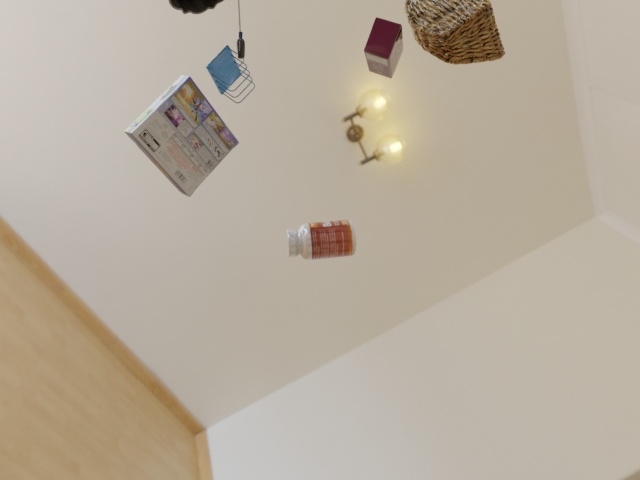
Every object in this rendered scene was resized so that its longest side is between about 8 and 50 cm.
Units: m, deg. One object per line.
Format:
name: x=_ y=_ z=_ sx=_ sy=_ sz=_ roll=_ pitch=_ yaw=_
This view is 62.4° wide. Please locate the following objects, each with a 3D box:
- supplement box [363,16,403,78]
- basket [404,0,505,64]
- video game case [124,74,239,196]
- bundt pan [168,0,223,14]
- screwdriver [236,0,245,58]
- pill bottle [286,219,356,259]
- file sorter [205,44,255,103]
supplement box: x=0.190 y=-0.569 z=1.573 sx=0.080 sy=0.104 sz=0.188 roll=21 pitch=3 yaw=10
basket: x=0.419 y=-0.679 z=1.711 sx=0.223 sy=0.213 sz=0.299 roll=45 pitch=15 yaw=-48
video game case: x=-0.409 y=-0.312 z=1.597 sx=0.061 sy=0.244 sz=0.269 roll=23 pitch=-23 yaw=44
bundt pan: x=-0.440 y=-0.974 z=1.855 sx=0.124 sy=0.330 sz=0.331 roll=49 pitch=-3 yaw=17
screwdriver: x=-0.212 y=-0.568 z=1.402 sx=0.024 sy=0.025 sz=0.170 roll=-4 pitch=96 yaw=-48
pill bottle: x=0.000 y=0.000 z=1.702 sx=0.121 sy=0.216 sz=0.121 roll=175 pitch=-90 yaw=-82
file sorter: x=-0.332 y=-0.620 z=1.999 sx=0.104 sy=0.118 sz=0.170 roll=38 pitch=-10 yaw=18
